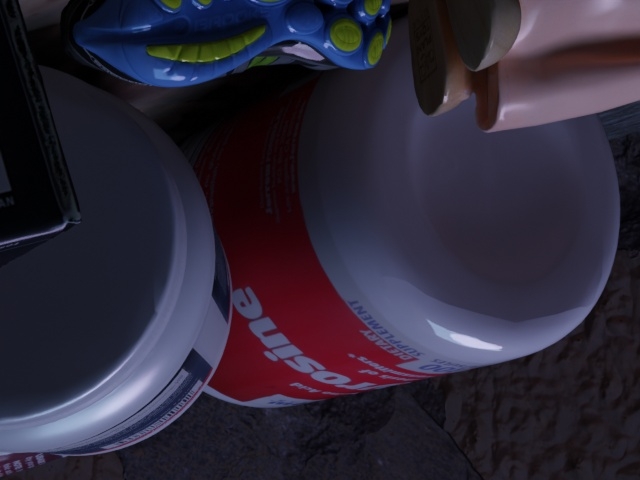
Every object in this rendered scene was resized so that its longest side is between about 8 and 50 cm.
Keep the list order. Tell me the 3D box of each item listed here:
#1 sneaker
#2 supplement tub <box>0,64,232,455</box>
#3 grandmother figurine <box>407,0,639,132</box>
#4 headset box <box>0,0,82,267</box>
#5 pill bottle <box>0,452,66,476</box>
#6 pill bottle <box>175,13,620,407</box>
[{"bbox_3d":[-0.034,-0.103,0.626,0.078,0.067,0.188,9,-163,40],"label":"sneaker"},{"bbox_3d":[-0.148,0.020,0.775,0.191,0.191,0.272,-17,171,-3],"label":"supplement tub"},{"bbox_3d":[0.225,-0.120,0.789,0.342,0.104,0.208,-5,175,-15],"label":"grandmother figurine"},{"bbox_3d":[-0.239,-0.008,0.382,0.246,0.131,0.283,-16,177,-31],"label":"headset box"},{"bbox_3d":[-0.337,0.112,1.285,0.392,0.224,0.224,-16,177,-14],"label":"pill bottle"},{"bbox_3d":[0.000,0.000,1.038,0.229,0.229,0.407,-15,177,-35],"label":"pill bottle"}]
